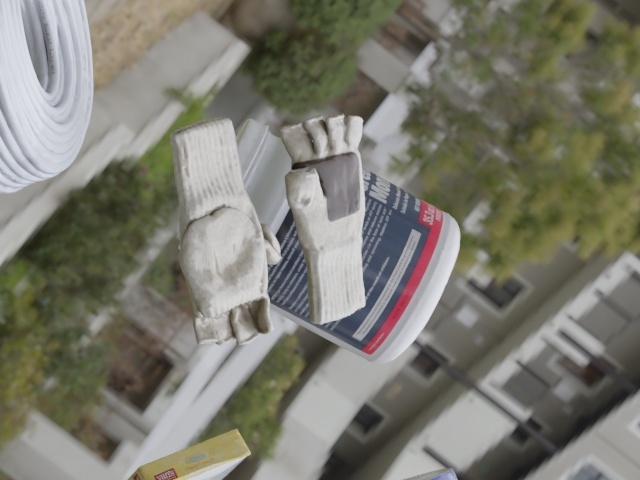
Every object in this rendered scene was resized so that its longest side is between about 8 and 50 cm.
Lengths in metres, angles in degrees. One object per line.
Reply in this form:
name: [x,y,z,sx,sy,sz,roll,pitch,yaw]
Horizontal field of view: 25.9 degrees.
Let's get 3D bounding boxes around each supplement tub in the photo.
supplement tub: [0.000,0.000,1.557,0.191,0.272,0.191,-60,-173,13]

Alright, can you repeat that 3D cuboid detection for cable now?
cable: [-0.260,-0.165,1.129,0.257,0.089,0.257,71,12,-57]

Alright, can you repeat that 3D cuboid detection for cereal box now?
cereal box: [-0.221,0.352,1.923,0.173,0.047,0.240,-17,159,-41]

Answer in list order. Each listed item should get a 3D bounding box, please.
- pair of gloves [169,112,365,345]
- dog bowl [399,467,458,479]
pair of gloves: [-0.037,-0.013,1.274,0.042,0.204,0.240,2,-173,43]
dog bowl: [0.065,0.384,1.812,0.265,0.104,0.265,-18,172,-3]
